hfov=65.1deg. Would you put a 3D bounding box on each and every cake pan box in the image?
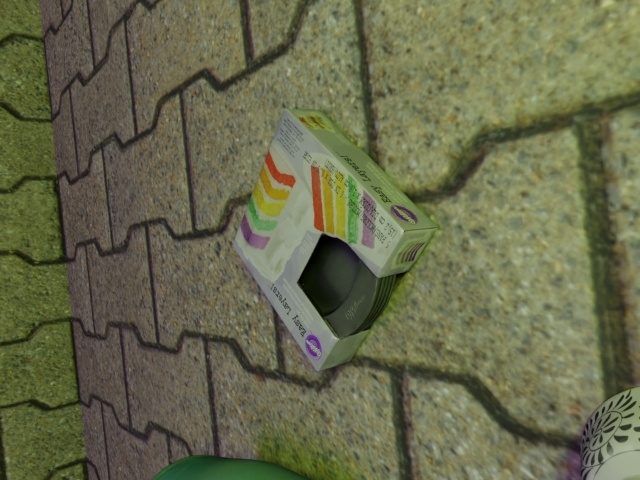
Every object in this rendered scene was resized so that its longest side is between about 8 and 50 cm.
[{"bbox_3d":[0.000,0.000,0.657,0.267,0.070,0.245,52,132,32],"label":"cake pan box"}]

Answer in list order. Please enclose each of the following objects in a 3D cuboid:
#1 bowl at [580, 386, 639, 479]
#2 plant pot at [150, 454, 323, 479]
[{"bbox_3d":[0.262,0.199,0.363,0.170,0.080,0.170,9,101,48],"label":"bowl"},{"bbox_3d":[-0.089,0.428,0.676,0.255,0.272,0.271,-22,77,34],"label":"plant pot"}]
